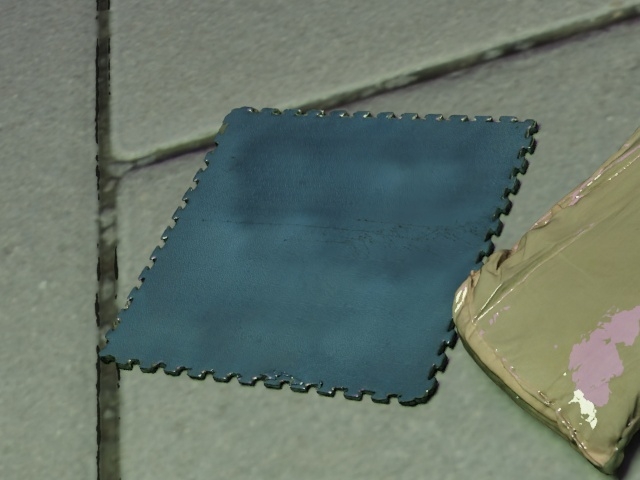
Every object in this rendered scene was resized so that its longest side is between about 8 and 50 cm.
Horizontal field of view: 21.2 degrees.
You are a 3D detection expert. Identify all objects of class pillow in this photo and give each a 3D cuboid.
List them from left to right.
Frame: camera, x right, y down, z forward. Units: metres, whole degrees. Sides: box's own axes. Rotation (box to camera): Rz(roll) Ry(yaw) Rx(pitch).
[{"bbox_3d":[0.214,0.013,1.090,0.270,0.067,0.173,-39,50,-15],"label":"pillow"}]

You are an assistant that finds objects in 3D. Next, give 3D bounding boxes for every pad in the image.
[{"bbox_3d":[0.000,0.000,1.238,0.269,0.012,0.269,6,51,28],"label":"pad"}]
